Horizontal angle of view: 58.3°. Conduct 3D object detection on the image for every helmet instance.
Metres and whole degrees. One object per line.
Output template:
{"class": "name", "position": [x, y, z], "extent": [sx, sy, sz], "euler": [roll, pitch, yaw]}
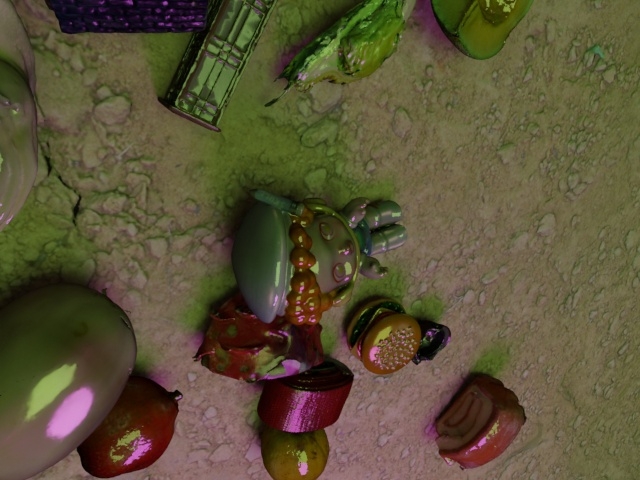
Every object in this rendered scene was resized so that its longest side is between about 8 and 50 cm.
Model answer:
{"class": "helmet", "position": [0.233, 0.225, 1.317], "extent": [0.123, 0.070, 0.098], "euler": [-16, 127, -36]}

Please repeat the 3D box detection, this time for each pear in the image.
{"class": "pear", "position": [-0.053, 0.433, 1.201], "extent": [0.149, 0.149, 0.162], "euler": [-21, 127, -20]}

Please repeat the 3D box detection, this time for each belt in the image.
{"class": "belt", "position": [-0.025, 0.299, 1.161], "extent": [0.201, 0.128, 0.124], "euler": [4, 111, -42]}

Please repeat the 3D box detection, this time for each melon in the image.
{"class": "melon", "position": [-0.413, 0.204, 0.845], "extent": [0.317, 0.223, 0.223], "euler": [-51, 126, -12]}
{"class": "melon", "position": [0.290, -0.443, 1.029], "extent": [0.265, 0.129, 0.169], "euler": [-54, 148, -2]}

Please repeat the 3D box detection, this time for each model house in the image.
{"class": "model house", "position": [-0.241, -0.339, 0.697], "extent": [0.194, 0.211, 0.170], "euler": [-4, 114, -15]}

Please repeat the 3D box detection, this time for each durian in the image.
{"class": "durian", "position": [0.065, -0.330, 0.952], "extent": [0.375, 0.132, 0.106], "euler": [-44, 101, -10]}

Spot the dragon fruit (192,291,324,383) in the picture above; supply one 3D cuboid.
{"class": "dragon fruit", "position": [-0.089, 0.160, 1.058], "extent": [0.274, 0.126, 0.161], "euler": [-6, 103, -37]}

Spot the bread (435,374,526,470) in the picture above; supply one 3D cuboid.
{"class": "bread", "position": [0.397, 0.473, 1.458], "extent": [0.123, 0.190, 0.244], "euler": [32, 97, -22]}

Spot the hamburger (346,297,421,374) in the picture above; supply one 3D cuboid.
{"class": "hamburger", "position": [0.134, 0.204, 1.224], "extent": [0.162, 0.115, 0.162], "euler": [-11, 116, -23]}

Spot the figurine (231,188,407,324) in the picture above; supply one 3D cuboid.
{"class": "figurine", "position": [0.007, 0.030, 1.040], "extent": [0.382, 0.205, 0.224], "euler": [0, 87, -43]}

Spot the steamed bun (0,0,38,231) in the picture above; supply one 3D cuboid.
{"class": "steamed bun", "position": [-0.473, -0.182, 0.630], "extent": [0.352, 0.247, 0.339], "euler": [16, 118, 3]}

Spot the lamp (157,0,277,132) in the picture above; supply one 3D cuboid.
{"class": "lamp", "position": [-0.130, -0.329, 0.853], "extent": [0.090, 0.089, 0.325], "euler": [23, 98, -34]}

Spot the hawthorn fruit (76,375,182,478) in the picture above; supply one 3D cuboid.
{"class": "hawthorn fruit", "position": [-0.327, 0.310, 0.987], "extent": [0.188, 0.169, 0.169], "euler": [-29, 123, -14]}
